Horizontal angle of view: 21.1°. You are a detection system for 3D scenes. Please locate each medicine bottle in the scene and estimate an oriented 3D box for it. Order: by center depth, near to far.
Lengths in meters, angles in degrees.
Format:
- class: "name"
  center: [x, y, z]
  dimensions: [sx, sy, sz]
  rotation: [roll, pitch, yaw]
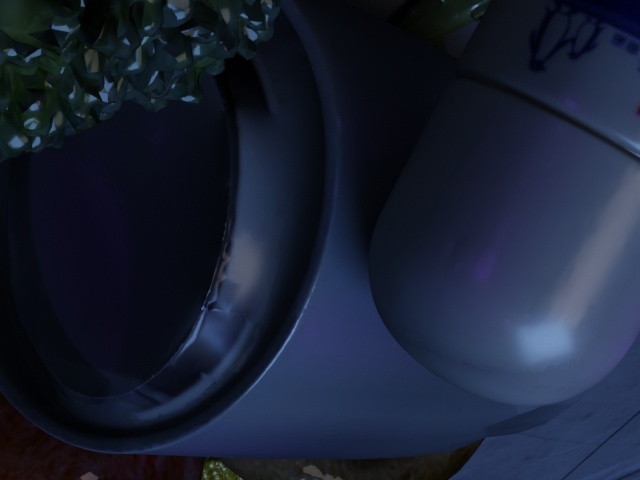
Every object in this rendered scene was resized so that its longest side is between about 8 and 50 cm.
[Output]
- class: "medicine bottle"
  center: [0.137, -0.087, 0.756]
  dimensions: [0.130, 0.130, 0.341]
  rotation: [29, 91, -56]

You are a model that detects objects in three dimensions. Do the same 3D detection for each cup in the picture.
- class: "cup"
  center: [0.000, 0.000, 0.958]
  dimensions: [0.253, 0.253, 0.371]
  rotation: [-39, 151, 24]

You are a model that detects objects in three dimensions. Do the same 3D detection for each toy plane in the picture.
- class: "toy plane"
  center: [0.096, -0.145, 1.005]
  dimensions: [0.111, 0.040, 0.102]
  rotation: [-34, 161, 12]

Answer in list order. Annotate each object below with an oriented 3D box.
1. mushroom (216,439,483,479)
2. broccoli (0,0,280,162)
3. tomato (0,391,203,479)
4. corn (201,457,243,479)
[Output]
- class: "mushroom"
  center: [0.037, 0.135, 1.311]
  dimensions: [0.286, 0.151, 0.156]
  rotation: [-9, 149, -26]
- class: "broccoli"
  center: [-0.165, -0.143, 0.538]
  dimensions: [0.317, 0.338, 0.277]
  rotation: [-51, 160, 10]
- class: "tomato"
  center: [-0.178, 0.147, 1.127]
  dimensions: [0.208, 0.184, 0.208]
  rotation: [-18, 151, -10]
- class: "corn"
  center: [-0.077, 0.208, 1.432]
  dimensions: [0.067, 0.067, 0.206]
  rotation: [-23, 149, -4]
